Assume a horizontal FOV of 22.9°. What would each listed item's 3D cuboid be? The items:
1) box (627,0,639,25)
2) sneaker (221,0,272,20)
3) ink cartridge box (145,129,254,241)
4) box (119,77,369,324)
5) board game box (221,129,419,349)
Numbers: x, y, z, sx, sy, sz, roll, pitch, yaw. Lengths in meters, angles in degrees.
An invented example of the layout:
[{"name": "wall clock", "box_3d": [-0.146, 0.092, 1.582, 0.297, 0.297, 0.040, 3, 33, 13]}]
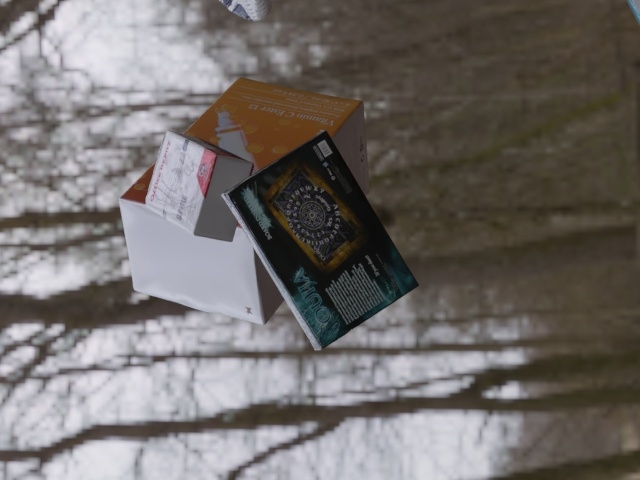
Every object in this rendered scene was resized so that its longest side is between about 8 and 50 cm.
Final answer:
[{"name": "box", "box_3d": [0.439, -0.229, 1.825, 0.060, 0.100, 0.244, 50, -163, -53]}, {"name": "sneaker", "box_3d": [-0.090, -0.405, 1.972, 0.153, 0.094, 0.235, -37, -78, -32]}, {"name": "ink cartridge box", "box_3d": [-0.143, -0.065, 1.851, 0.135, 0.056, 0.099, 29, 105, 56]}, {"name": "box", "box_3d": [-0.100, -0.065, 2.260, 0.345, 0.215, 0.168, -52, -33, -44]}, {"name": "board game box", "box_3d": [0.000, 0.000, 1.595, 0.186, 0.126, 0.026, 59, 164, -5]}]
